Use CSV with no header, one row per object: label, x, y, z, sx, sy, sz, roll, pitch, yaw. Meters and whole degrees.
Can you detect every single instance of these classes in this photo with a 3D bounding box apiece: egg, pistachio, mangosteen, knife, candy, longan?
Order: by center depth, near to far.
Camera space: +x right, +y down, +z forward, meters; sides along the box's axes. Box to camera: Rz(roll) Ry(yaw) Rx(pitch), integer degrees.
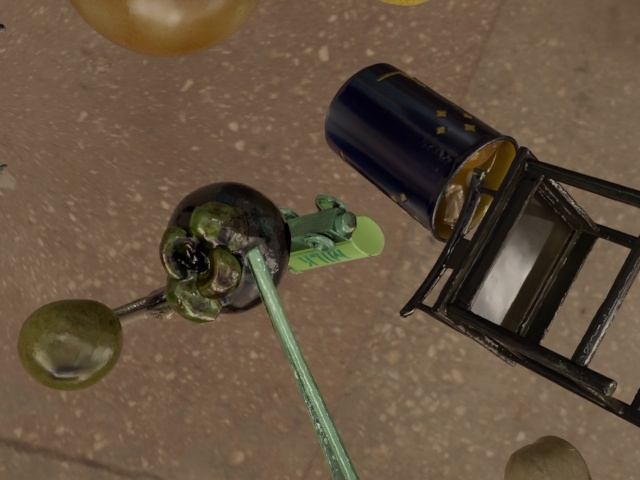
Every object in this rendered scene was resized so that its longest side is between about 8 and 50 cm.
candy,0.004,0.159,0.774,0.092,0.093,0.336,-21,86,-24
pistachio,0.273,0.309,1.062,0.113,0.149,0.113,-11,146,-8
egg,-0.199,-0.387,1.137,0.282,0.351,0.283,-4,126,-6
longan,-0.385,0.151,1.386,0.154,0.176,0.145,18,125,-16
mangosteen,-0.157,0.018,1.452,0.242,0.243,0.243,-4,100,-23
knife,-0.339,0.129,1.635,0.043,0.365,0.089,56,49,-15

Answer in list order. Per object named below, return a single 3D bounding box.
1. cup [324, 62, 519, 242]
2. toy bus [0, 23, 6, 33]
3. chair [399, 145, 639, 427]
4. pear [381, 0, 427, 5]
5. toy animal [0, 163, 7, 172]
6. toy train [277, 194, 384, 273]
cup,0.157,-0.124,1.372,0.178,0.256,0.255,-47,148,-3
toy bus,-0.606,-0.370,1.519,0.109,0.261,0.091,-22,98,-24
chair,0.164,0.021,0.697,0.141,0.260,0.155,35,83,-46
pear,0.107,-0.389,1.153,0.177,0.178,0.178,-4,100,-23
toy animal,-0.631,-0.060,1.447,0.252,0.079,0.070,-25,120,-34
toy train,0.000,0.000,1.651,0.157,0.253,0.105,31,62,-33
